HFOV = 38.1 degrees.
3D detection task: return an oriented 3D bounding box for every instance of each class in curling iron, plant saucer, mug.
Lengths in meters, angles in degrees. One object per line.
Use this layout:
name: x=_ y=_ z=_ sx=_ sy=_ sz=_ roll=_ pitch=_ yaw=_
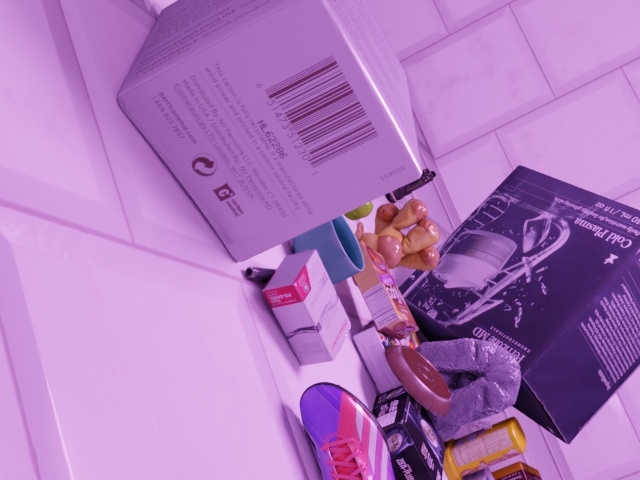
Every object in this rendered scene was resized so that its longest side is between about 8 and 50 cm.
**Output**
curling iron: x=-0.049 y=0.077 z=1.539 sx=0.274 sy=0.035 sz=0.068 roll=33 pitch=34 yaw=-62
plant saucer: x=0.190 y=0.256 z=1.745 sx=0.168 sy=0.029 sz=0.168 roll=40 pitch=17 yaw=-15
mug: x=0.005 y=0.007 z=1.709 sx=0.129 sy=0.097 sz=0.157 roll=44 pitch=24 yaw=-49

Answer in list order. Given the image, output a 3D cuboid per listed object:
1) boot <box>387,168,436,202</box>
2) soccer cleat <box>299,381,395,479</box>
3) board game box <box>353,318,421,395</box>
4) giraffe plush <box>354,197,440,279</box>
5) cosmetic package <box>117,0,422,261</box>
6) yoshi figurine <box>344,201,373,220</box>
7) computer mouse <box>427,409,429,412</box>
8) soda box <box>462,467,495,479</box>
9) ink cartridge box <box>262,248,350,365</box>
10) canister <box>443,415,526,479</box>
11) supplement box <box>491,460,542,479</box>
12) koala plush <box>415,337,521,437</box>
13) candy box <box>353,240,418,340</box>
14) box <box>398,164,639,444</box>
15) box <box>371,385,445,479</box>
boot: x=0.266 y=-0.176 z=2.768 sx=0.077 sy=0.137 sz=0.198 roll=63 pitch=16 yaw=-2
soccer cleat: x=0.054 y=0.354 z=1.315 sx=0.318 sy=0.109 sz=0.116 roll=66 pitch=19 yaw=-1
board game box: x=0.159 y=0.247 z=1.907 sx=0.193 sy=0.053 sz=0.305 roll=65 pitch=16 yaw=1
giraffe plush: x=0.137 y=0.013 z=2.015 sx=0.170 sy=0.210 sz=0.181 roll=-15 pitch=78 yaw=-58
cosmetic package: x=-0.063 y=-0.244 z=1.465 sx=0.329 sy=0.327 sz=0.393 roll=56 pitch=18 yaw=-27
yoshi figurine: x=0.049 y=-0.229 z=2.065 sx=0.203 sy=0.203 sz=0.362 roll=-55 pitch=120 yaw=-80
computer mouse: x=0.246 y=0.344 z=2.081 sx=0.071 sy=0.041 sz=0.242 roll=31 pitch=27 yaw=-33
soda box: x=0.328 y=0.550 z=1.942 sx=0.074 sy=0.069 sz=0.216 roll=63 pitch=16 yaw=-5
ink cartridge box: x=-0.019 y=0.108 z=1.474 sx=0.150 sy=0.063 sz=0.109 roll=65 pitch=28 yaw=-21
canister: x=0.350 y=0.446 z=1.991 sx=0.073 sy=0.170 sz=0.126 roll=65 pitch=16 yaw=3
supplement box: x=0.455 y=0.628 z=2.115 sx=0.191 sy=0.129 sz=0.194 roll=37 pitch=30 yaw=-58
koala plush: x=0.311 y=0.306 z=1.916 sx=0.221 sy=0.203 sz=0.196 roll=65 pitch=13 yaw=-68
candy box: x=0.119 y=0.100 z=1.839 sx=0.109 sy=0.053 sz=0.186 roll=33 pitch=29 yaw=-59
box: x=0.522 y=0.130 z=2.178 sx=0.297 sy=0.472 sz=0.480 roll=50 pitch=-11 yaw=-35
box: x=0.155 y=0.362 z=1.667 sx=0.147 sy=0.077 sz=0.180 roll=62 pitch=15 yaw=-7
